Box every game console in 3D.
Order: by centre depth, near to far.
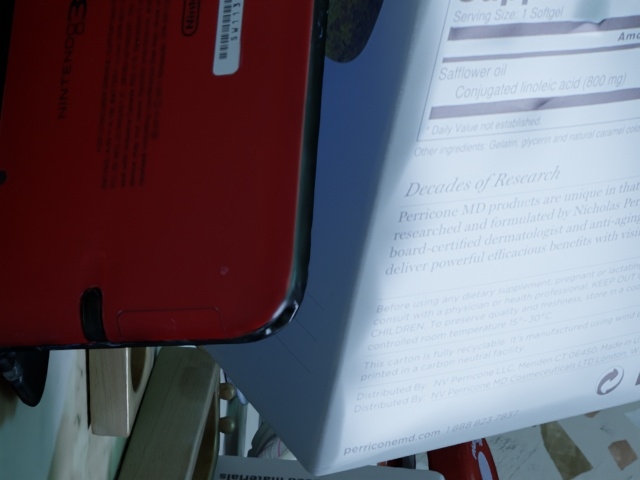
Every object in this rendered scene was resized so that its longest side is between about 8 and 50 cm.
[{"bbox_3d":[-0.037,-0.038,0.415,0.085,0.124,0.144,27,63,-58],"label":"game console"}]

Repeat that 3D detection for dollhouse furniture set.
[{"bbox_3d":[-0.008,0.053,0.628,0.144,0.123,0.151,-80,173,-64],"label":"dollhouse furniture set"}]

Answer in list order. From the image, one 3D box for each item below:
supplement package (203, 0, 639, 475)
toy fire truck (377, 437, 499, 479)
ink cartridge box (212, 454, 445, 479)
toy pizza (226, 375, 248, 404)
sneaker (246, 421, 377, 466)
[{"bbox_3d":[0.040,-0.085,0.458,0.139,0.134,0.244,44,-47,44],"label":"supplement package"},{"bbox_3d":[0.024,0.197,1.355,0.302,0.169,0.254,-84,152,-52],"label":"toy fire truck"},{"bbox_3d":[-0.019,0.259,0.676,0.289,0.121,0.211,-82,174,-52],"label":"ink cartridge box"},{"bbox_3d":[-0.029,-0.004,1.021,0.201,0.032,0.201,3,90,-87],"label":"toy pizza"},{"bbox_3d":[-0.017,0.219,1.008,0.111,0.103,0.252,55,32,-79],"label":"sneaker"}]
